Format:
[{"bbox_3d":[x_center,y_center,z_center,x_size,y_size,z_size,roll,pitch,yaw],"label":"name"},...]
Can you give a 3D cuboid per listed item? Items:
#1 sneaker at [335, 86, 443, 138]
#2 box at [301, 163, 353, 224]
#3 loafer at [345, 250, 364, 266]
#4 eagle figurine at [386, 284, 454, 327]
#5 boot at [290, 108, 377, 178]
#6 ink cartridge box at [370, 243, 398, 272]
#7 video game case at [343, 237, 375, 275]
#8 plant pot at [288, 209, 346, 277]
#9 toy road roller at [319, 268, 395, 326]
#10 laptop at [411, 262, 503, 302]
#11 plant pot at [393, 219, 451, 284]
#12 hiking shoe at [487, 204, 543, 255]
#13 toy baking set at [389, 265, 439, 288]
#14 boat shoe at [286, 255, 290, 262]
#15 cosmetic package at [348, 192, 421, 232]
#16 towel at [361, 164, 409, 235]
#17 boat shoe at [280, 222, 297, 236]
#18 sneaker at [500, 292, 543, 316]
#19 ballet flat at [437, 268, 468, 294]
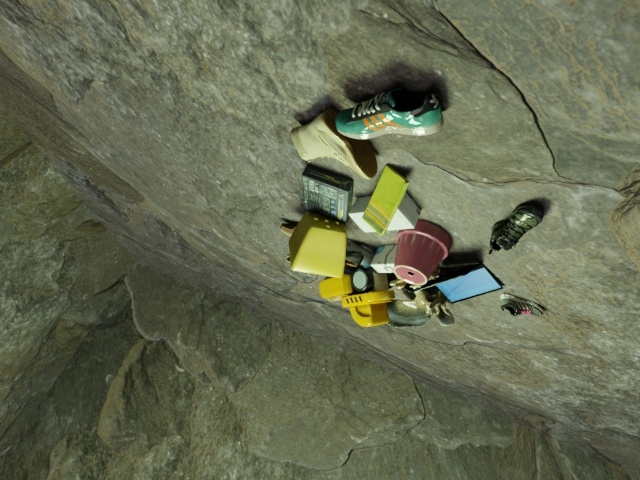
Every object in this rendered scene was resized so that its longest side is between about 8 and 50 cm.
[{"bbox_3d":[0.170,-0.349,1.297,0.301,0.108,0.121,3,146,26],"label":"sneaker"},{"bbox_3d":[0.026,-0.168,1.828,0.183,0.059,0.233,22,155,13],"label":"box"},{"bbox_3d":[0.100,0.077,2.090,0.169,0.061,0.062,2,142,34],"label":"loafer"},{"bbox_3d":[0.425,0.270,2.142,0.226,0.226,0.298,19,152,-36],"label":"eagle figurine"},{"bbox_3d":[0.041,-0.282,1.551,0.262,0.095,0.203,42,151,-26],"label":"boot"},{"bbox_3d":[0.301,0.072,1.973,0.180,0.104,0.060,-6,138,49],"label":"ink cartridge box"},{"bbox_3d":[0.086,0.067,2.225,0.244,0.061,0.269,30,155,-9],"label":"video game case"},{"bbox_3d":[0.000,0.000,1.946,0.212,0.212,0.187,10,120,-13],"label":"plant pot"},{"bbox_3d":[0.169,0.254,2.121,0.202,0.241,0.329,2,167,-44],"label":"toy road roller"},{"bbox_3d":[0.523,0.187,1.863,0.234,0.264,0.137,-26,84,39],"label":"laptop"},{"bbox_3d":[0.357,0.054,1.794,0.201,0.180,0.201,22,155,11],"label":"plant pot"},{"bbox_3d":[0.594,-0.023,1.491,0.086,0.114,0.227,26,155,-1],"label":"hiking shoe"},{"bbox_3d":[0.374,0.120,1.923,0.196,0.256,0.030,-12,108,26],"label":"toy baking set"},{"bbox_3d":[-0.126,0.092,2.474,0.059,0.063,0.170,29,157,-18],"label":"boat shoe"},{"bbox_3d":[0.227,-0.099,1.740,0.231,0.086,0.117,-4,141,49],"label":"cosmetic package"},{"bbox_3d":[0.211,-0.130,1.625,0.102,0.021,0.237,41,136,21],"label":"towel"},{"bbox_3d":[-0.096,-0.047,2.192,0.177,0.064,0.060,20,124,11],"label":"boat shoe"},{"bbox_3d":[0.786,0.272,1.923,0.170,0.075,0.063,22,155,10],"label":"sneaker"},{"bbox_3d":[0.536,0.163,1.984,0.173,0.049,0.057,24,155,6],"label":"ballet flat"}]
